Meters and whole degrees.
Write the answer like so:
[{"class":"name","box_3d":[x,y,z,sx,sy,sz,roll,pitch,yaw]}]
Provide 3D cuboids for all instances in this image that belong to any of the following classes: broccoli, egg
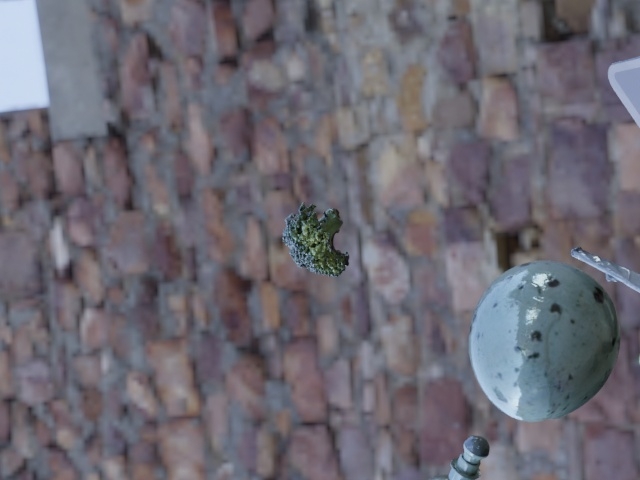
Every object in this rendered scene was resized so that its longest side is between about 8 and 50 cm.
[{"class":"broccoli","box_3d":[0.000,0.000,2.102,0.092,0.097,0.095,-45,-7,-5]},{"class":"egg","box_3d":[0.186,0.091,1.348,0.164,0.131,0.131,-57,-41,-47]}]

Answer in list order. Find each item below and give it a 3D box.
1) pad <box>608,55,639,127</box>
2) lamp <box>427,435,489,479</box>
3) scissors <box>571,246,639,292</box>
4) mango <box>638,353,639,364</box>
[{"class":"pad","box_3d":[0.407,-0.085,1.640,0.002,0.176,0.266,-42,-76,-19]},{"class":"lamp","box_3d":[0.188,0.331,2.158,0.163,0.091,0.091,-66,-8,28]},{"class":"scissors","box_3d":[0.315,0.053,1.454,0.110,0.212,0.021,-29,-48,-36]},{"class":"mango","box_3d":[0.458,0.155,2.018,0.056,0.108,0.073,-35,-52,-62]}]
